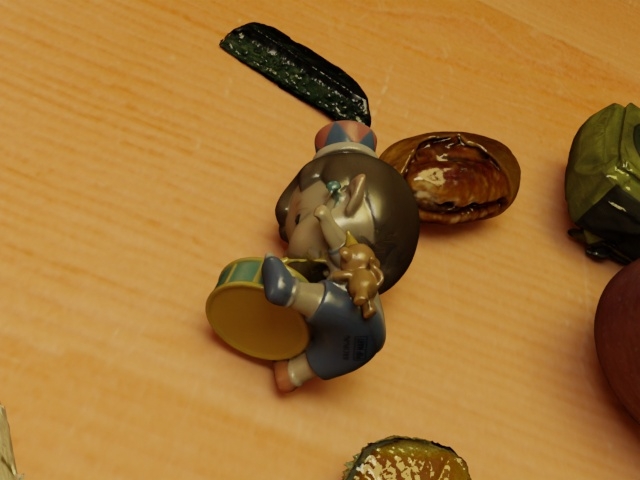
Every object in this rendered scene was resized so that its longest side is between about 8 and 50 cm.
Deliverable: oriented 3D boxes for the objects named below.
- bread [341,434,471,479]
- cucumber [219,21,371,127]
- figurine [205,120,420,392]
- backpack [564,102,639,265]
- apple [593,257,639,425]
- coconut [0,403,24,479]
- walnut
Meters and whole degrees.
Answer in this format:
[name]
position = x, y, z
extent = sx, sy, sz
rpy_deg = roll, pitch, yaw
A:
[bread]
position = 0.063, 0.231, 0.633
extent = 0.127, 0.069, 0.140
rpy_deg = 3, 56, -23
[cucumber]
position = -0.015, -0.210, 0.978
extent = 0.220, 0.046, 0.070
rpy_deg = 35, 38, 4
[figurine]
position = 0.009, 0.002, 0.743
extent = 0.158, 0.161, 0.275
rpy_deg = 13, 41, 12
[backpack]
position = 0.424, -0.044, 0.994
extent = 0.253, 0.140, 0.207
rpy_deg = 33, 46, -6
[apple]
position = 0.428, 0.102, 0.781
extent = 0.305, 0.305, 0.235
rpy_deg = -17, 88, -35
[coconut]
position = -0.304, 0.140, 0.374
extent = 0.297, 0.297, 0.255
rpy_deg = -6, 78, -30
[walnut]
position = 0.140, -0.071, 0.893
extent = 0.207, 0.116, 0.116
rpy_deg = -3, 55, -28
